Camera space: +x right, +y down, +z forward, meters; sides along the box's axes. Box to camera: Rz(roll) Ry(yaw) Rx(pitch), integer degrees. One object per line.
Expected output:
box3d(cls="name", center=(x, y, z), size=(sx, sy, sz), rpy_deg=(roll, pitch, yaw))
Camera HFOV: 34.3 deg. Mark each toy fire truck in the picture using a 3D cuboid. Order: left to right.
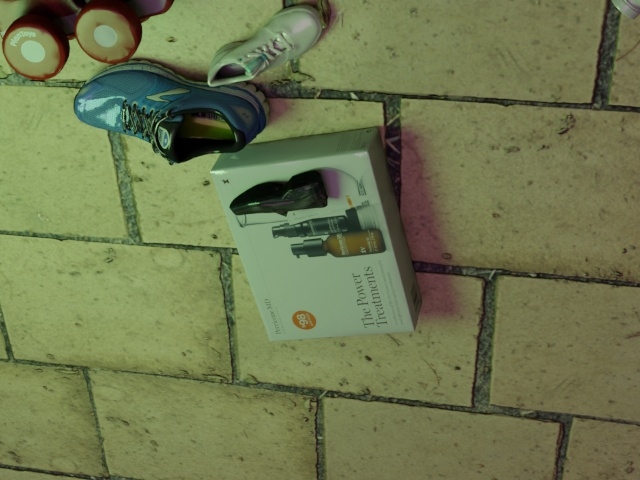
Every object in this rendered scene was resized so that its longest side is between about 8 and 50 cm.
box3d(cls="toy fire truck", center=(-0.392, -0.406, 1.588), size=(0.302, 0.169, 0.253), rpy_deg=(-10, 127, 15))

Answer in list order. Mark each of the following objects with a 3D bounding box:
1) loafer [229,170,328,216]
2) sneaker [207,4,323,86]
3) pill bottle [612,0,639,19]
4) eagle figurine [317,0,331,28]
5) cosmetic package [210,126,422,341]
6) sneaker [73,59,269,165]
box3d(cls="loafer", center=(-0.069, -0.062, 1.718), size=(0.170, 0.062, 0.061), rpy_deg=(-11, 124, 23))
box3d(cls="sneaker", center=(-0.089, -0.297, 1.653), size=(0.212, 0.094, 0.080), rpy_deg=(-25, 114, 27))
box3d(cls="pill bottle", center=(0.474, -0.374, 1.481), size=(0.065, 0.065, 0.116), rpy_deg=(35, 125, -11))
box3d(cls="eagle figurine", center=(0.083, -0.475, 1.440), size=(0.298, 0.225, 0.226), rpy_deg=(-25, 104, 39))
box3d(cls="cosmetic package", center=(0.000, 0.000, 1.837), size=(0.285, 0.097, 0.377), rpy_deg=(-5, 122, 20))
box3d(cls="sneaker", center=(-0.259, -0.209, 1.723), size=(0.330, 0.147, 0.129), rpy_deg=(6, 125, 10))
